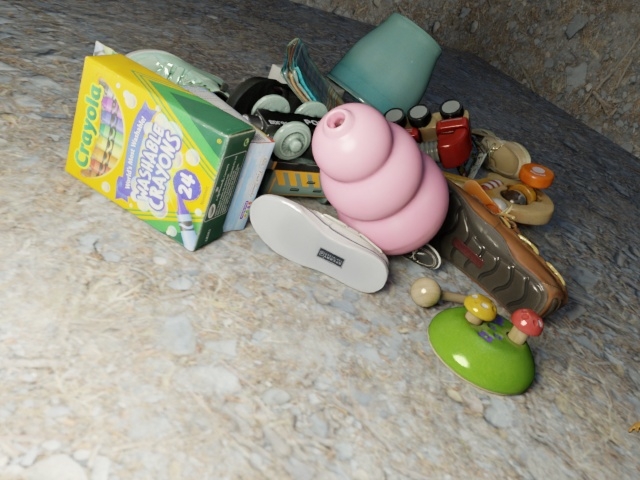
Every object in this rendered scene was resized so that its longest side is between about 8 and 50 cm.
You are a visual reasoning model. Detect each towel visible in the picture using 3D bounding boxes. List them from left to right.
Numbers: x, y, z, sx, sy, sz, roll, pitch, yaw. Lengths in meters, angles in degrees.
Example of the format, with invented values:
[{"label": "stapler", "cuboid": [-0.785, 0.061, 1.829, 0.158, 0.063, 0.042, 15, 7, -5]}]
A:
[{"label": "towel", "cuboid": [0.044, -0.279, 1.445, 0.370, 0.040, 0.271, 48, 20, -24]}]

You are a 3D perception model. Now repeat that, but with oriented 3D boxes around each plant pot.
[{"label": "plant pot", "cuboid": [0.197, -0.488, 1.800, 0.271, 0.255, 0.271, 36, 10, -7]}]

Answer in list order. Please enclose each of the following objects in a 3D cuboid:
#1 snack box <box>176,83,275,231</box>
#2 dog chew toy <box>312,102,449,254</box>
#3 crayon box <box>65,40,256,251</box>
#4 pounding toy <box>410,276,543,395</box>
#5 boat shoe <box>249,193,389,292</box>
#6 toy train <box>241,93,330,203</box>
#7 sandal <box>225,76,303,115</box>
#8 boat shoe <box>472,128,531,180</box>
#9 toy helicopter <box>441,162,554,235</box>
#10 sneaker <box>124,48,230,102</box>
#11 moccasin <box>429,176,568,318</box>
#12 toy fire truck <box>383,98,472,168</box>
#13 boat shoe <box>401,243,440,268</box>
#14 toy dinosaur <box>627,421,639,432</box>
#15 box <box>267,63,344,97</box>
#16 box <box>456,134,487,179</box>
[{"label": "snack box", "cuboid": [-0.188, -0.142, 1.081, 0.207, 0.174, 0.070, 41, 31, 29]}, {"label": "dog chew toy", "cuboid": [0.094, -0.111, 1.090, 0.206, 0.206, 0.332, 48, 1, 38]}, {"label": "crayon box", "cuboid": [-0.280, -0.153, 1.001, 0.323, 0.203, 0.083, 31, 29, 15]}, {"label": "pounding toy", "cuboid": [0.267, 0.126, 1.025, 0.183, 0.110, 0.237, 9, 31, -26]}, {"label": "boat shoe", "cuboid": [0.000, 0.000, 1.081, 0.258, 0.095, 0.084, 34, 24, -2]}, {"label": "toy train", "cuboid": [-0.021, -0.162, 1.227, 0.334, 0.190, 0.142, -1, 40, -36]}, {"label": "sandal", "cuboid": [-0.081, -0.270, 1.382, 0.107, 0.167, 0.446, 20, 25, 18]}, {"label": "boat shoe", "cuboid": [0.513, -0.263, 1.900, 0.098, 0.109, 0.302, 4, 27, -22]}, {"label": "toy helicopter", "cuboid": [0.389, -0.110, 1.553, 0.355, 0.140, 0.235, 17, 36, 10]}, {"label": "sneaker", "cuboid": [-0.317, -0.355, 1.435, 0.256, 0.094, 0.151, 10, 24, -28]}, {"label": "moccasin", "cuboid": [0.334, -0.001, 1.266, 0.147, 0.139, 0.380, -7, 41, -45]}, {"label": "toy fire truck", "cuboid": [0.248, -0.217, 1.522, 0.217, 0.158, 0.246, -5, 54, 19]}, {"label": "boat shoe", "cuboid": [0.173, 0.017, 1.213, 0.038, 0.046, 0.125, -8, 38, -44]}, {"label": "toy dinosaur", "cuboid": [0.520, 0.319, 0.954, 0.112, 0.064, 0.211, 59, 28, -1]}, {"label": "box", "cuboid": [-0.046, -0.405, 1.736, 0.170, 0.091, 0.130, 35, 30, 20]}, {"label": "box", "cuboid": [0.417, -0.232, 1.779, 0.027, 0.094, 0.137, 17, 28, -12]}]
